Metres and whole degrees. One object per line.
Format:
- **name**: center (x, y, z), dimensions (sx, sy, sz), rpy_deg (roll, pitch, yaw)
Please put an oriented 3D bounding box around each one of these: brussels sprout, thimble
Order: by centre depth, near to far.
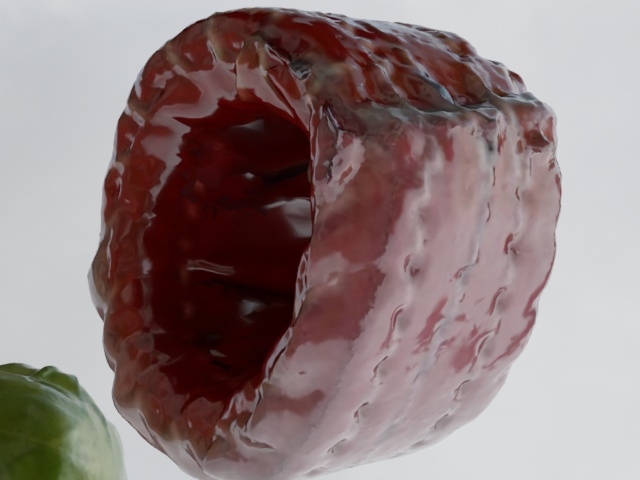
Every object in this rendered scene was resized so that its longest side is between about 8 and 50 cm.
- **thimble**: center (-0.004, 0.003, 0.477), dimensions (0.125, 0.190, 0.163), rpy_deg (-2, -143, -41)
- **brussels sprout**: center (-0.180, 0.148, 0.639), dimensions (0.151, 0.149, 0.122), rpy_deg (-32, -157, 5)
